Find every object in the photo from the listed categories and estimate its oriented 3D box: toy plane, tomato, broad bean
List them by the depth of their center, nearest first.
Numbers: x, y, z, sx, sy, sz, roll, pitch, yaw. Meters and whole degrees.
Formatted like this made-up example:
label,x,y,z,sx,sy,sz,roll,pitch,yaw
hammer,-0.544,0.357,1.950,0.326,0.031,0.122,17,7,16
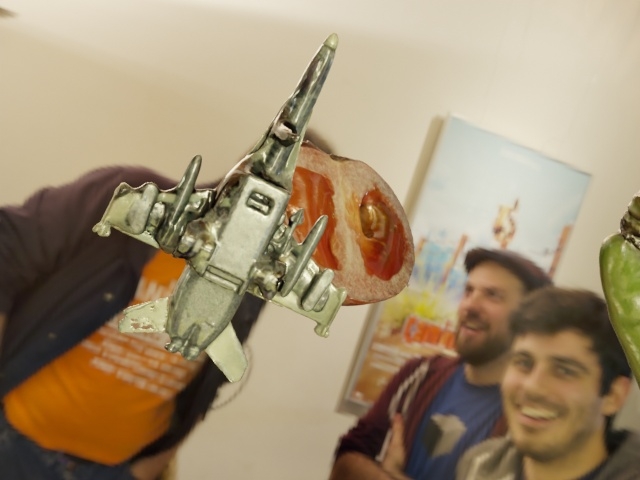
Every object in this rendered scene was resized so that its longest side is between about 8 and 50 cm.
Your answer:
label,x,y,z,sx,sy,sz,roll,pitch,yaw
broad bean,0.233,0.106,0.608,0.056,0.318,0.098,-35,21,-27
toy plane,-0.048,-0.028,0.767,0.192,0.262,0.088,25,15,-12
tomato,0.000,0.000,1.222,0.228,0.199,0.112,18,-39,-39
